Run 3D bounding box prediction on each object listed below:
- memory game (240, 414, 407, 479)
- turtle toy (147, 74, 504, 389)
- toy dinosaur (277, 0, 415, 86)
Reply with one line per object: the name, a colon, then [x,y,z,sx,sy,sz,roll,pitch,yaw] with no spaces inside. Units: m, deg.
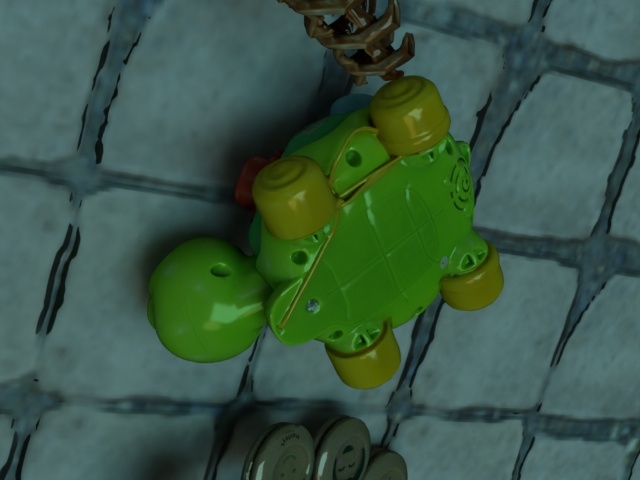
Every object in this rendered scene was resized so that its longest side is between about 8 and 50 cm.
memory game: [-0.016,0.157,0.469,0.186,0.012,0.186,-22,118,-49]
turtle toy: [0.000,0.000,0.418,0.130,0.066,0.095,-34,125,-16]
toy dinosaur: [-0.017,-0.206,0.300,0.218,0.164,0.322,-19,138,-10]
